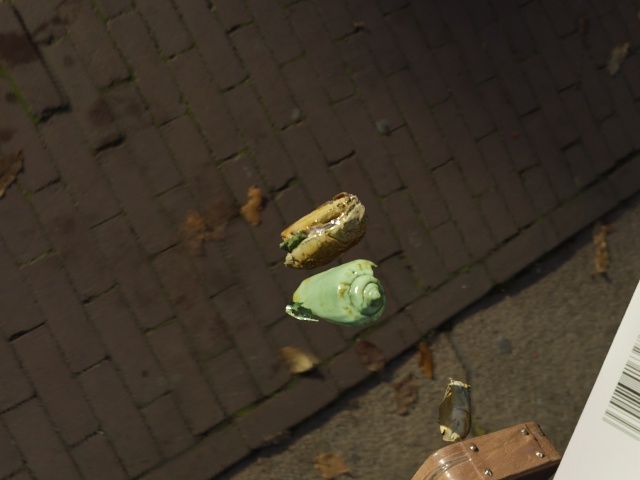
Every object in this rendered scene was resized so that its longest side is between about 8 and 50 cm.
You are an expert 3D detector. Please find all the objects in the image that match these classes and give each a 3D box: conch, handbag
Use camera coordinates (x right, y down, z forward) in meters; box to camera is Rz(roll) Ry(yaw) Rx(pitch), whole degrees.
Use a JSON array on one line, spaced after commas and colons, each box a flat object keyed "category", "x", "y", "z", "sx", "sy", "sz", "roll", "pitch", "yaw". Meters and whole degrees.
[{"category": "conch", "x": 0.026, "y": 0.071, "z": 1.430, "sx": 0.106, "sy": 0.170, "sz": 0.079, "roll": -54, "pitch": 124, "yaw": -32}, {"category": "handbag", "x": 0.200, "y": 0.305, "z": 1.270, "sx": 0.193, "sy": 0.151, "sz": 0.072, "roll": -10, "pitch": 52, "yaw": -36}]

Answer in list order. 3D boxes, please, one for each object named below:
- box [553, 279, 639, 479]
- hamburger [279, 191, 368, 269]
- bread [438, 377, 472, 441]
[{"category": "box", "x": 0.320, "y": 0.193, "z": 0.894, "sx": 0.200, "sy": 0.106, "sz": 0.299, "roll": 15, "pitch": 100, "yaw": -40}, {"category": "hamburger", "x": -0.006, "y": 0.004, "z": 1.545, "sx": 0.087, "sy": 0.176, "sz": 0.102, "roll": 55, "pitch": 48, "yaw": -8}, {"category": "bread", "x": 0.218, "y": 0.274, "z": 1.607, "sx": 0.053, "sy": 0.106, "sz": 0.072, "roll": 21, "pitch": 110, "yaw": 0}]
